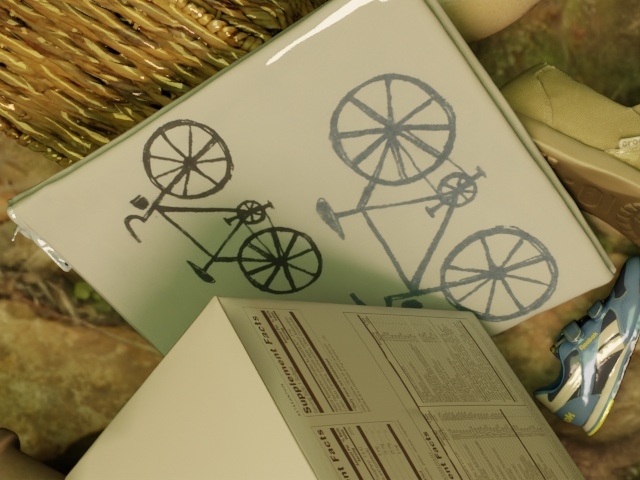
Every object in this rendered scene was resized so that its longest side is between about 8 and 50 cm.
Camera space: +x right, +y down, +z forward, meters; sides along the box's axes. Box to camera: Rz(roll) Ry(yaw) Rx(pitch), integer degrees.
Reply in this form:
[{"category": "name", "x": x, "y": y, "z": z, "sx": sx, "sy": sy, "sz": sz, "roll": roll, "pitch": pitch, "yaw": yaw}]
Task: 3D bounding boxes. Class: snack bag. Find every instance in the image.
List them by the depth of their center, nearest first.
[{"category": "snack bag", "x": 0.000, "y": 0.000, "z": 0.961, "sx": 0.343, "sy": 0.037, "sz": 0.323, "roll": -30, "pitch": 123, "yaw": 18}]

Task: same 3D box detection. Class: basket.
[{"category": "basket", "x": -0.159, "y": -0.197, "z": 1.021, "sx": 0.299, "sy": 0.223, "sz": 0.213, "roll": 32, "pitch": 131, "yaw": -5}]

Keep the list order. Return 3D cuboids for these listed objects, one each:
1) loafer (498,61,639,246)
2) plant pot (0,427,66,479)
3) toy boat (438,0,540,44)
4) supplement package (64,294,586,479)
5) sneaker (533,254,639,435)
[{"category": "loafer", "x": 0.243, "y": -0.054, "z": 0.972, "sx": 0.269, "sy": 0.102, "sz": 0.092, "roll": 27, "pitch": 74, "yaw": 3}, {"category": "plant pot", "x": -0.153, "y": 0.345, "z": 0.966, "sx": 0.306, "sy": 0.334, "sz": 0.333, "roll": 19, "pitch": 94, "yaw": -1}, {"category": "toy boat", "x": 0.168, "y": -0.228, "z": 0.976, "sx": 0.318, "sy": 0.148, "sz": 0.267, "roll": 31, "pitch": 90, "yaw": 16}, {"category": "supplement package", "x": 0.013, "y": 0.177, "z": 0.887, "sx": 0.199, "sy": 0.263, "sz": 0.198, "roll": -50, "pitch": 55, "yaw": 28}, {"category": "sneaker", "x": 0.212, "y": 0.075, "z": 1.005, "sx": 0.059, "sy": 0.053, "sz": 0.144, "roll": 22, "pitch": 94, "yaw": 12}]
